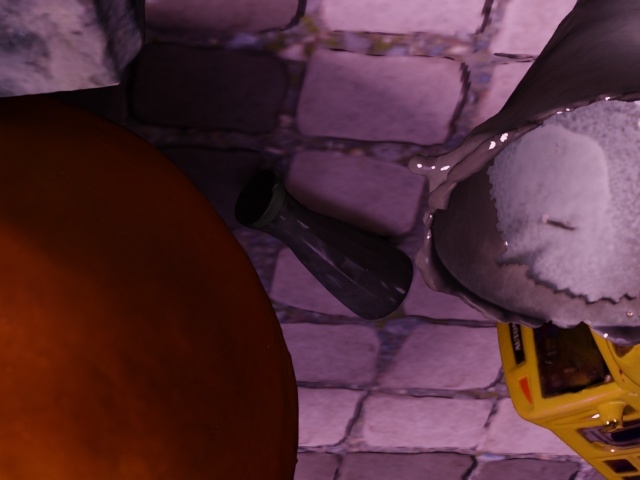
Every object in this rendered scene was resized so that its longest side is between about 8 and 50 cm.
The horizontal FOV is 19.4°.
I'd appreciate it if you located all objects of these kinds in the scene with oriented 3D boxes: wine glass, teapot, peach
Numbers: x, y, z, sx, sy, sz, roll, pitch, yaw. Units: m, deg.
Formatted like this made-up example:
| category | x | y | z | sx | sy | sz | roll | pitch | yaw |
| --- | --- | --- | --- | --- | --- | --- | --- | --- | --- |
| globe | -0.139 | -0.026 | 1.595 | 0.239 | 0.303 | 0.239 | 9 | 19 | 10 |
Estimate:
| category | x | y | z | sx | sy | sz | roll | pitch | yaw |
| --- | --- | --- | --- | --- | --- | --- | --- | --- | --- |
| wine glass | 0.102 | -0.098 | 0.651 | 0.156 | 0.232 | 0.156 | -1 | 149 | -1 |
| teapot | 0.000 | 0.000 | 0.978 | 0.043 | 0.043 | 0.111 | -25 | 136 | 32 |
| peach | -0.164 | 0.090 | 0.853 | 0.302 | 0.343 | 0.343 | -29 | 172 | -46 |

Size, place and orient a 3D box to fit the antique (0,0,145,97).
| category | x | y | z | sx | sy | sz | roll | pitch | yaw |
| --- | --- | --- | --- | --- | --- | --- | --- | --- | --- |
| antique | -0.161 | -0.112 | 0.747 | 0.183 | 0.088 | 0.086 | -4 | 148 | 4 |

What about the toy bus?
| category | x | y | z | sx | sy | sz | roll | pitch | yaw |
| --- | --- | --- | --- | --- | --- | --- | --- | --- | --- |
| toy bus | 0.198 | 0.063 | 0.986 | 0.151 | 0.145 | 0.331 | -18 | 145 | 26 |
